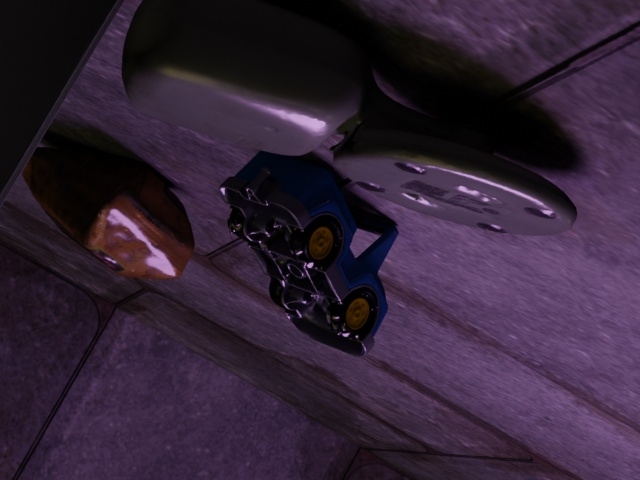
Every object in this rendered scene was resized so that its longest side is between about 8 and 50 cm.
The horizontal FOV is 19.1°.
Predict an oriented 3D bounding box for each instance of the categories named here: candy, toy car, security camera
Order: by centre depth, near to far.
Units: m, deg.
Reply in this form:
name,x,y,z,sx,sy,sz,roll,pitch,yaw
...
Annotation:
name,x,y,z,sx,sy,sz,roll,pitch,yaw
security camera,0.023,-0.079,1.181,0.302,0.080,0.157,21,169,-11
toy car,0.000,0.000,1.571,0.097,0.100,0.191,20,146,44
candy,-0.232,-0.037,1.983,0.143,0.101,0.271,44,168,-35

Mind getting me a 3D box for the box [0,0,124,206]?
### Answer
name,x,y,z,sx,sy,sz,roll,pitch,yaw
box,-0.256,-0.123,1.274,0.117,0.225,0.225,35,168,-30
